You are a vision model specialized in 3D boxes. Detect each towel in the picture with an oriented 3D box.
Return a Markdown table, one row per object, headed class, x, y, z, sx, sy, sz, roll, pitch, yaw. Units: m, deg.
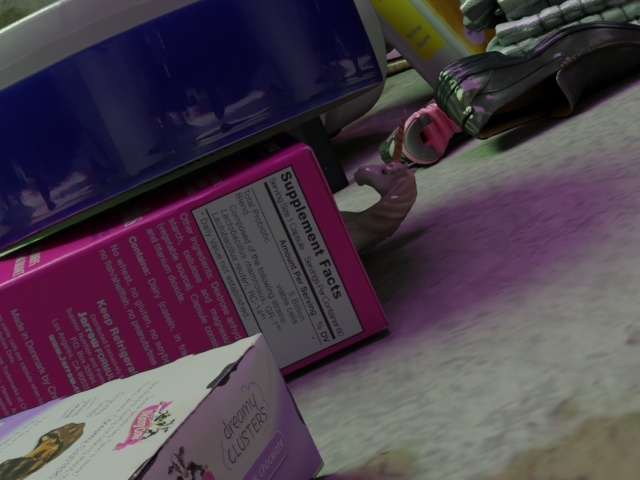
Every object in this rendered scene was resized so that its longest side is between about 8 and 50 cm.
| class | x | y | z | sx | sy | sz | roll | pitch | yaw |
| --- | --- | --- | --- | --- | --- | --- | --- | --- | --- |
| towel | 0.250 | -0.233 | 1.317 | 0.284 | 0.121 | 0.235 | -21 | 5 | 15 |

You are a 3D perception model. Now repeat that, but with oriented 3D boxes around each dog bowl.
| class | x | y | z | sx | sy | sz | roll | pitch | yaw |
| --- | --- | --- | --- | --- | --- | --- | --- | --- | --- |
| dog bowl | -0.101 | -0.088 | 0.951 | 0.265 | 0.104 | 0.265 | -24 | 2 | 1 |

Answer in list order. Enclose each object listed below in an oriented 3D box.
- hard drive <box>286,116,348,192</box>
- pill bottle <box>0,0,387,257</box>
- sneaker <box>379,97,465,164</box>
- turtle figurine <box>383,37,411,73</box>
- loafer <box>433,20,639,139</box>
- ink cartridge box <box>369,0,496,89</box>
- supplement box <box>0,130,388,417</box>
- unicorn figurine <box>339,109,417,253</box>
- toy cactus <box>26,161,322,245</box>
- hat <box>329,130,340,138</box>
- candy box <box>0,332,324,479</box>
| class | x | y | z | sx | sy | sz | roll | pitch | yaw |
| --- | --- | --- | --- | --- | --- | --- | --- | --- | --- |
| hard drive | -0.044 | -0.085 | 1.252 | 0.094 | 0.135 | 0.022 | -29 | 13 | -23 |
| pill bottle | -0.126 | -0.108 | 1.346 | 0.361 | 0.204 | 0.204 | -32 | 14 | -34 |
| sneaker | 0.090 | -0.090 | 1.258 | 0.119 | 0.047 | 0.057 | -32 | 3 | -37 |
| turtle figurine | -0.021 | -0.268 | 1.770 | 0.275 | 0.197 | 0.266 | 15 | -30 | -28 |
| loafer | 0.171 | -0.113 | 1.187 | 0.170 | 0.062 | 0.061 | -19 | 50 | -10 |
| ink cartridge box | 0.065 | -0.299 | 1.571 | 0.072 | 0.307 | 0.303 | -40 | 5 | 26 |
| supplement box | -0.089 | 0.036 | 0.883 | 0.220 | 0.114 | 0.111 | -23 | 11 | -5 |
| unicorn figurine | 0.000 | 0.000 | 1.020 | 0.111 | 0.060 | 0.162 | -16 | 31 | 32 |
| toy cactus | -0.094 | -0.007 | 1.165 | 0.219 | 0.112 | 0.180 | -25 | -7 | 5 |
| hat | -0.120 | -0.092 | 1.586 | 0.184 | 0.173 | 0.208 | 0 | 34 | -27 |
| candy box | -0.118 | 0.123 | 0.659 | 0.196 | 0.070 | 0.165 | -19 | 13 | 26 |
